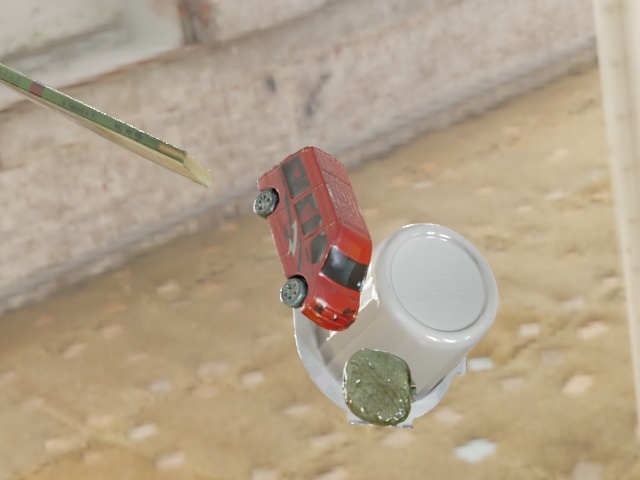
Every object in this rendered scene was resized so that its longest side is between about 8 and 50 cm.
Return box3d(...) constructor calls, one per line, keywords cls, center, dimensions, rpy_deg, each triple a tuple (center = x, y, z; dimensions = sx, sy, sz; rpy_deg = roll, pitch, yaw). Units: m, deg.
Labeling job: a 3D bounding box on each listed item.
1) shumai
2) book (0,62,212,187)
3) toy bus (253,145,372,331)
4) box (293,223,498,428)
box3d(cls="shumai", center=(0.056, 0.154, 1.546), dimensions=(0.082, 0.083, 0.080), rpy_deg=(-44, 173, -21))
box3d(cls="book", center=(-0.282, -0.152, 1.963), dimensions=(0.289, 0.026, 0.201), rpy_deg=(26, 177, 8))
box3d(cls="toy bus", center=(0.000, 0.000, 1.576), dimensions=(0.089, 0.081, 0.195), rpy_deg=(-38, -132, 23))
box3d(cls="box", center=(0.105, 0.077, 2.046), dimensions=(0.262, 0.291, 0.206), rpy_deg=(-38, 174, -36))
